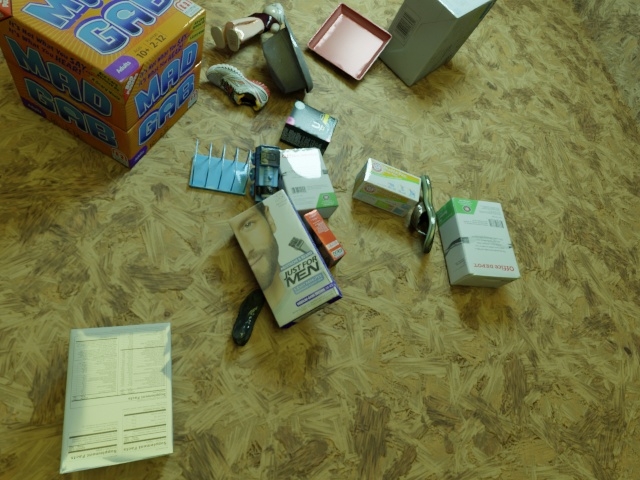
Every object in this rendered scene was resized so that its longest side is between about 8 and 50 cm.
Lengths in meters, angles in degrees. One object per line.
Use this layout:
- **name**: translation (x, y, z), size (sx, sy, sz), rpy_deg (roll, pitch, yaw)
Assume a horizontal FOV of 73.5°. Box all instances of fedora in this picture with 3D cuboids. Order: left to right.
- **fedora**: translation (-0.130, -0.642, 1.538), size (0.124, 0.244, 0.276), rpy_deg (-24, 87, 1)

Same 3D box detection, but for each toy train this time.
- **toy train**: translation (-0.172, -0.204, 1.320), size (0.080, 0.105, 0.184), rpy_deg (2, 90, -27)

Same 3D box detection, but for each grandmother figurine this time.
- **grandmother figurine**: translation (-0.242, -0.807, 1.601), size (0.207, 0.104, 0.342), rpy_deg (25, 49, 14)

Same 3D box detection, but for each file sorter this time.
- **file sorter**: translation (-0.302, -0.224, 1.307), size (0.170, 0.104, 0.118), rpy_deg (8, 63, -17)

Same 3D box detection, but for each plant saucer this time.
- **plant saucer**: translation (0.117, -0.798, 1.741), size (0.258, 0.048, 0.259), rpy_deg (34, 78, 2)

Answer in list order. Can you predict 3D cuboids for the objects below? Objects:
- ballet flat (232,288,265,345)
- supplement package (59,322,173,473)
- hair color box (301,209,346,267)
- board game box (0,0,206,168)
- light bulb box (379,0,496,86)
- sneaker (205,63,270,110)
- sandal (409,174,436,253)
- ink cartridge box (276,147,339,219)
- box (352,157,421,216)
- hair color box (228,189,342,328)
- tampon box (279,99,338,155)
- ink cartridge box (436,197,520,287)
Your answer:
- **ballet flat**: translation (-0.196, 0.207, 1.179), size (0.057, 0.049, 0.173), rpy_deg (11, 52, 16)
- **supplement package**: translation (-0.425, 0.336, 0.928), size (0.198, 0.199, 0.263), rpy_deg (-1, 66, -21)
- **hair color box**: translation (0.000, 0.000, 1.318), size (0.053, 0.093, 0.167), rpy_deg (-30, 78, -29)
- **board game box**: translation (-0.580, -0.501, 1.192), size (0.356, 0.356, 0.356), rpy_deg (31, 59, -4)
- **light bulb box**: translation (0.480, -0.899, 1.787), size (0.225, 0.358, 0.361), rpy_deg (47, 58, 5)
- **sneaker**: translation (-0.288, -0.525, 1.471), size (0.225, 0.088, 0.093), rpy_deg (23, 61, -9)
- **sandal**: translation (0.354, -0.089, 1.501), size (0.086, 0.120, 0.303), rpy_deg (-3, 61, 9)
- **ink cartridge box**: translation (-0.056, -0.179, 1.384), size (0.160, 0.092, 0.220), rpy_deg (-8, 68, -24)
- **box**: translation (0.228, -0.182, 1.481), size (0.203, 0.114, 0.103), rpy_deg (20, 59, -9)
- **hair color box**: translation (-0.098, 0.052, 1.204), size (0.185, 0.110, 0.339), rpy_deg (-30, 74, 3)
- **tampon box**: translation (-0.041, -0.382, 1.485), size (0.161, 0.101, 0.121), rpy_deg (23, 59, -8)
- **ink cartridge box**: translation (0.544, 0.011, 1.500), size (0.211, 0.121, 0.289), rpy_deg (5, 64, -18)
